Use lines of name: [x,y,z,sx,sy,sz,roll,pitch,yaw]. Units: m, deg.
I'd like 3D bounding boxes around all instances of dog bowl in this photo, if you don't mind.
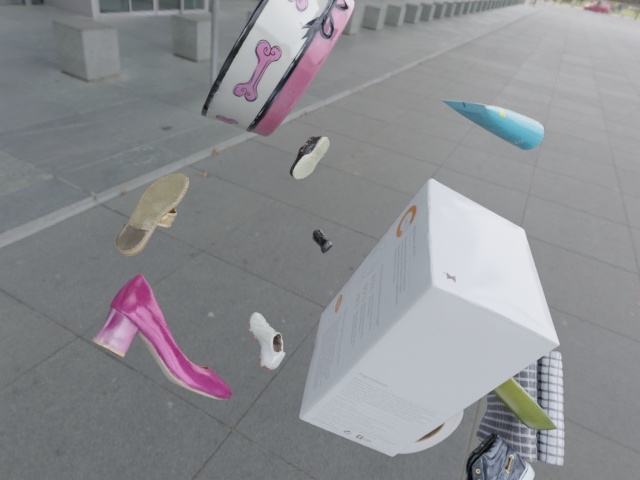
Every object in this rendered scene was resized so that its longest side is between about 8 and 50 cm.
dog bowl: [-0.084,-0.401,0.940,0.150,0.408,0.408,31,29,-17]

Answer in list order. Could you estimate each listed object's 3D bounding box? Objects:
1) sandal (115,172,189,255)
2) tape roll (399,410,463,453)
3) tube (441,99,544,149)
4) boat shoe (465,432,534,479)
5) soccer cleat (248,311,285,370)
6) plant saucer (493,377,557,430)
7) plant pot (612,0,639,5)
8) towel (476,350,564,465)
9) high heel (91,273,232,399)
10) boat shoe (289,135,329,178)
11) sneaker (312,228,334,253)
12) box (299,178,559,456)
sandal: [-0.388,-0.053,1.039,0.088,0.079,0.240,21,58,8]
tape roll: [0.262,0.471,1.281,0.246,0.246,0.169,-1,34,-18]
tube: [0.288,-0.193,0.716,0.207,0.052,0.080,6,11,-38]
boat shoe: [0.251,0.398,0.696,0.183,0.065,0.083,-41,82,-23]
soccer cleat: [-0.140,0.260,1.194,0.068,0.076,0.196,34,17,-38]
plant saucer: [0.309,0.246,0.792,0.037,0.241,0.241,-43,47,1]
plant pot: [0.491,-0.459,0.628,0.190,0.284,0.284,-18,25,24]
towel: [0.450,0.372,1.020,0.121,0.284,0.235,5,72,7]
high heel: [-0.222,0.161,0.701,0.244,0.082,0.117,36,62,-22]
boat shoe: [-0.031,-0.190,1.011,0.042,0.049,0.133,17,59,34]
sneaker: [0.002,-0.002,1.571,0.089,0.051,0.170,45,4,4]
box: [0.129,0.124,0.645,0.168,0.345,0.215,26,39,-9]
